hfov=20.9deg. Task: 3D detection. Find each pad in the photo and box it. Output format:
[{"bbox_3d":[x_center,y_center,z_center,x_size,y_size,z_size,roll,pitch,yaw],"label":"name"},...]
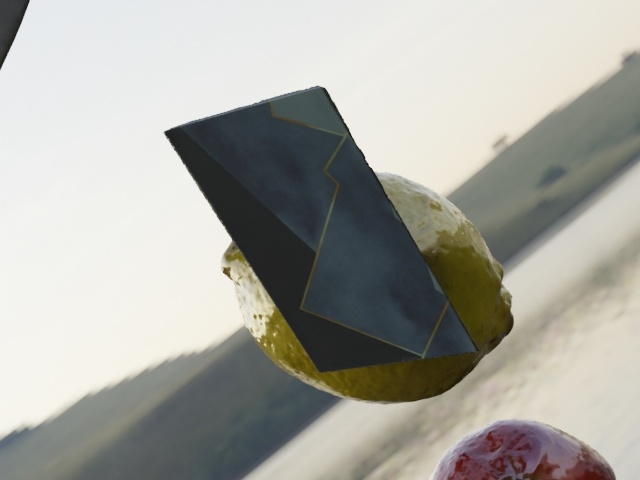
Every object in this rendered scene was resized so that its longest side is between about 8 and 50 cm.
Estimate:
[{"bbox_3d":[0.000,0.000,1.287,0.163,0.243,0.004,-12,29,40],"label":"pad"}]

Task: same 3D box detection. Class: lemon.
[{"bbox_3d":[0.043,0.040,1.491,0.204,0.260,0.204,-164,90,-82],"label":"lemon"}]

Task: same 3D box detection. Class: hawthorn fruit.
[{"bbox_3d":[0.201,0.270,1.725,0.205,0.205,0.253,-38,-20,-14],"label":"hawthorn fruit"}]

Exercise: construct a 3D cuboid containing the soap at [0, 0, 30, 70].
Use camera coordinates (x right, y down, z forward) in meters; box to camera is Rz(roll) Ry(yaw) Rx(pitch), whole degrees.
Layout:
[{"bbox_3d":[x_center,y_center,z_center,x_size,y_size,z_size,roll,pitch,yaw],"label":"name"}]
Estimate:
[{"bbox_3d":[-0.421,-0.372,2.011,0.435,0.213,0.350,-110,38,-70],"label":"soap"}]
